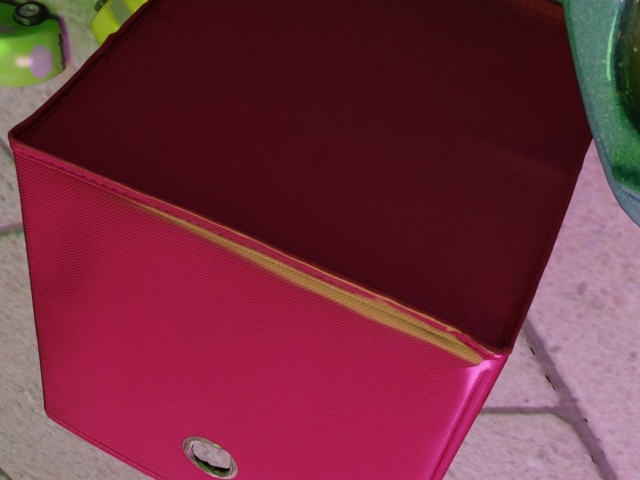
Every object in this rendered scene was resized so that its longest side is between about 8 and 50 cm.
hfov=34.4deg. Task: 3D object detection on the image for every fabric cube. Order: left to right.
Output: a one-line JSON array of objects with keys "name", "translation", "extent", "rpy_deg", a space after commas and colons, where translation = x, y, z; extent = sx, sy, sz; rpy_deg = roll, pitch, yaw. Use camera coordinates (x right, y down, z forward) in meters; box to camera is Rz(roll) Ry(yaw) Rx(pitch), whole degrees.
[{"name": "fabric cube", "translation": [0.000, 0.000, 0.619], "extent": [0.254, 0.259, 0.258], "rpy_deg": [25, 141, 9]}]

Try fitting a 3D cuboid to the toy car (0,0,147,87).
[{"name": "toy car", "translation": [-0.187, -0.125, 0.767], "extent": [0.225, 0.053, 0.239], "rpy_deg": [20, 140, 12]}]

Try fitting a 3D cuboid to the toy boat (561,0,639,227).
[{"name": "toy boat", "translation": [0.190, -0.108, 0.377], "extent": [0.318, 0.148, 0.267], "rpy_deg": [5, 110, 66]}]
